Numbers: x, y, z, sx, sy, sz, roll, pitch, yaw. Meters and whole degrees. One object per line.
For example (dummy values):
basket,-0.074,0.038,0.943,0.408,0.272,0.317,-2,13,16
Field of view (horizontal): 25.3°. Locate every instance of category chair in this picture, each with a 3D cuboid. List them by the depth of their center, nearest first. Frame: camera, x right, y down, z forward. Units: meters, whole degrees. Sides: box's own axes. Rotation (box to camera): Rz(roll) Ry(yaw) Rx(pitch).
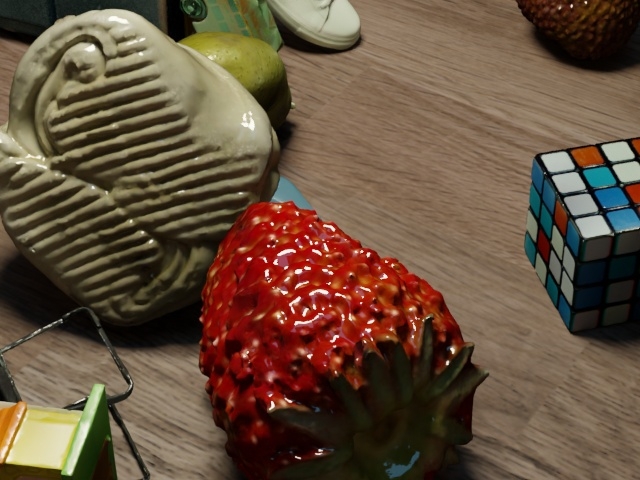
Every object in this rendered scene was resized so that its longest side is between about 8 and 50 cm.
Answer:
chair,-0.302,0.188,1.426,0.221,0.140,0.145,-18,40,-18

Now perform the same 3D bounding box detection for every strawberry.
strawberry,-0.013,0.124,1.435,0.292,0.292,0.343,-23,32,-24

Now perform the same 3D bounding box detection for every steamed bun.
steamed bun,-0.211,-0.091,1.632,0.324,0.309,0.219,39,16,-5

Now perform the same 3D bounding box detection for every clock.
clock,-0.323,0.233,1.317,0.255,0.219,0.106,5,41,6

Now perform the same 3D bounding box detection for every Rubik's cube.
Rubik's cube,0.335,-0.009,1.644,0.155,0.151,0.154,-9,42,-11

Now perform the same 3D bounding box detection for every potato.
potato,-0.125,-0.190,1.808,0.169,0.248,0.143,-23,85,7

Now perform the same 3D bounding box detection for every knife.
knife,-0.002,0.000,1.728,0.058,0.032,0.244,-24,51,-28

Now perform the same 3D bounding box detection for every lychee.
lychee,0.370,-0.353,2.012,0.194,0.194,0.194,0,42,0

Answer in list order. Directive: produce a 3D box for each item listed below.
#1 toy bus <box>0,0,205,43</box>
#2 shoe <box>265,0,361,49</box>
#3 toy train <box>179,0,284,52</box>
toy bus,-0.320,-0.377,2.044,0.323,0.162,0.194,15,46,13
shoe,-0.033,-0.373,1.989,0.265,0.110,0.095,34,50,-17
toy train,-0.126,-0.306,1.942,0.099,0.188,0.072,-2,37,35
